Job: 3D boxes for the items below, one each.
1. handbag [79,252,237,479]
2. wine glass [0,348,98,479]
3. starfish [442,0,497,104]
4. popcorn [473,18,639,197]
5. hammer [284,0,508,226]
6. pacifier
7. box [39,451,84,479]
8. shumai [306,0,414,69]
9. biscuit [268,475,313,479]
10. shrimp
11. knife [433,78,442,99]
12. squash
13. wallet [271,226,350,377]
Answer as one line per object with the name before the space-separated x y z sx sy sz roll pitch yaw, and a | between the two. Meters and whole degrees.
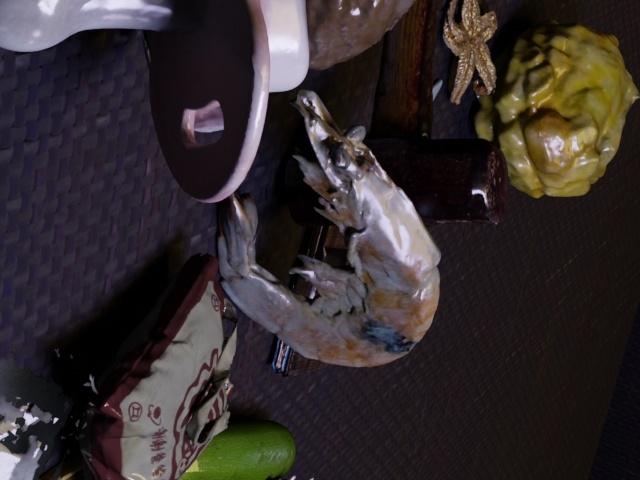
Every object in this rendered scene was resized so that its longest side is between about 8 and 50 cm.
handbag | -0.161 0.156 1.334 0.235 0.127 0.213 -59 158 -48
wine glass | -0.319 0.218 0.993 0.357 0.190 0.190 -61 155 -5
starfish | 0.207 -0.273 1.814 0.150 0.053 0.210 -42 144 -52
popcorn | 0.345 -0.191 1.979 0.286 0.215 0.252 -59 148 -27
hammer | 0.092 -0.214 1.494 0.095 0.242 0.409 11 83 -63
pacifier | -0.114 -0.193 1.027 0.273 0.220 0.332 -6 92 -61
box | -0.230 0.246 1.382 0.156 0.022 0.089 -32 136 -52
shumai | 0.060 -0.332 1.268 0.283 0.217 0.346 -19 124 -58
biscuit | -0.093 0.383 1.620 0.252 0.070 0.106 -46 155 4
shrimp | 0.000 0.000 1.425 0.085 0.247 0.360 -75 157 -49
knife | 0.099 -0.132 1.739 0.260 0.034 0.063 -44 150 -48
squash | -0.100 0.249 1.576 0.292 0.082 0.082 12 99 -65
wallet | 0.006 0.054 1.683 0.124 0.042 0.230 -9 120 -65
